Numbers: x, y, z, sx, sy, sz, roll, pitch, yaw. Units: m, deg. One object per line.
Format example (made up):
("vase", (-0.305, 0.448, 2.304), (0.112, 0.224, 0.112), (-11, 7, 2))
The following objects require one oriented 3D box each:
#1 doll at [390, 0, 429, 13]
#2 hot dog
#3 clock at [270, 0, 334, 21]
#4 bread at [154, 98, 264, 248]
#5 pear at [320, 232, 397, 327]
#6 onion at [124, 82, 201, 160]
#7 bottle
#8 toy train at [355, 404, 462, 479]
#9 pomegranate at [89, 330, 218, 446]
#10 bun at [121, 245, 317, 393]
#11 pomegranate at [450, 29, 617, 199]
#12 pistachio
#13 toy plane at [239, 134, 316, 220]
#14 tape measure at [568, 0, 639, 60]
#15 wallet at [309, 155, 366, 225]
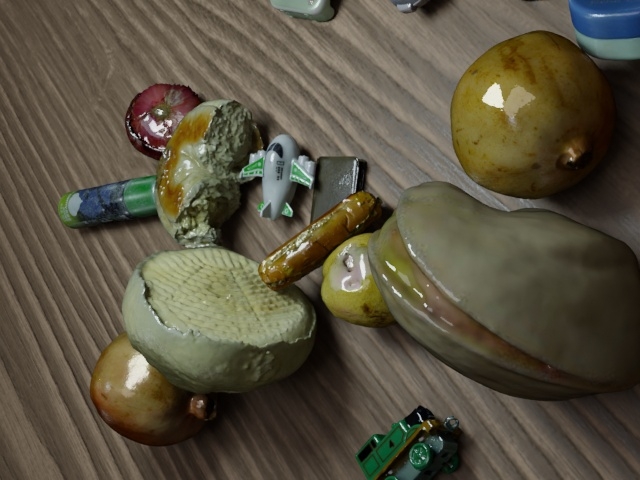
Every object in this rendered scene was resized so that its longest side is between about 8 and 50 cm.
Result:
("doll", (0.156, -0.563, 1.662), (0.151, 0.151, 0.287), (-17, 76, 33))
("hot dog", (0.000, 0.000, 1.628), (0.269, 0.115, 0.072), (-36, 73, 4))
("clock", (-0.016, -0.553, 1.832), (0.151, 0.062, 0.191), (21, 94, 38))
("bread", (-0.247, -0.133, 1.856), (0.192, 0.171, 0.314), (7, 80, 46))
("pear", (0.084, 0.072, 1.572), (0.178, 0.178, 0.178), (-8, 77, 35))
("onion", (-0.340, -0.259, 1.983), (0.183, 0.147, 0.184), (0, 87, -2))
("bottle", (-0.468, -0.089, 2.062), (0.330, 0.093, 0.093), (-7, 77, 35))
("toy train", (0.146, 0.368, 1.522), (0.228, 0.091, 0.136), (-54, 45, 16))
("pomegranate", (-0.317, 0.300, 1.782), (0.270, 0.252, 0.229), (16, 71, 40))
("bun", (-0.194, 0.169, 1.654), (0.364, 0.364, 0.202), (36, 120, 36))
("pomegranate", (0.328, -0.188, 1.386), (0.264, 0.264, 0.264), (-8, 77, 35))
("pistachio", (0.284, 0.071, 1.316), (0.445, 0.365, 0.281), (27, 118, 0))
("toy plane", (-0.084, -0.125, 1.767), (0.174, 0.080, 0.174), (-2, 85, 30))
("tape measure", (0.435, -0.372, 1.393), (0.351, 0.098, 0.215), (6, 45, 39))
("wallet", (0.028, -0.064, 1.726), (0.110, 0.031, 0.198), (4, 84, 36))
